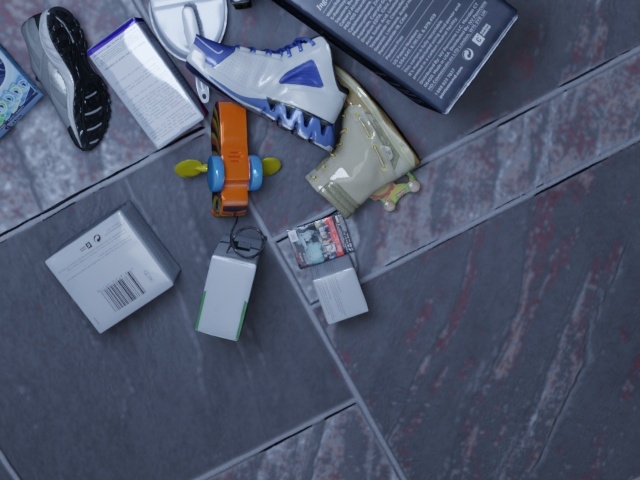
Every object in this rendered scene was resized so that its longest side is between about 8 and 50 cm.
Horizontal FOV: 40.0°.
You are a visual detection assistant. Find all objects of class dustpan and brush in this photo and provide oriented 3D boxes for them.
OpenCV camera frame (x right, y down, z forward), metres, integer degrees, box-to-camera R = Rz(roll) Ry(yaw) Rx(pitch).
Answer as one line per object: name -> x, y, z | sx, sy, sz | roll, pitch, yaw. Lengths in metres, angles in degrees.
dustpan and brush -> -0.237, -0.367, 1.661 | 0.147, 0.060, 0.211 | -11, 103, 0

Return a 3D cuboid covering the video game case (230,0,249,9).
video game case -> -0.158, -0.546, 1.528 | 0.035, 0.248, 0.274 | -8, 103, -2

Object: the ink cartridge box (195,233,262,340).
ink cartridge box -> -0.172, 0.084, 1.694 | 0.087, 0.208, 0.153 | 13, 101, -3

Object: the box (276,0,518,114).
box -> 0.100, -0.424, 1.546 | 0.395, 0.293, 0.212 | 33, 99, -10

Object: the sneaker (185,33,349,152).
sneaker -> -0.078, -0.312, 1.597 | 0.316, 0.127, 0.182 | 28, 90, -15

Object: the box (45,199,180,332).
box -> -0.402, 0.049, 1.719 | 0.181, 0.119, 0.182 | -34, 102, 5

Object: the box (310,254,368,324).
box -> 0.037, 0.096, 1.760 | 0.087, 0.101, 0.102 | -20, 105, 2

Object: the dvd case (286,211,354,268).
dvd case -> 0.000, 0.000, 1.781 | 0.119, 0.013, 0.087 | -20, 103, 1

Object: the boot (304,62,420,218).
boot -> 0.040, -0.193, 1.701 | 0.203, 0.095, 0.262 | -38, 97, 12

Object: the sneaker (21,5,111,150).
sneaker -> -0.481, -0.301, 1.659 | 0.108, 0.100, 0.271 | -2, 113, 32

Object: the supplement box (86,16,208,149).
supplement box -> -0.319, -0.295, 1.648 | 0.114, 0.111, 0.220 | -35, 102, 6

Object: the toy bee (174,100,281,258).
toy bee -> -0.186, -0.109, 1.689 | 0.195, 0.162, 0.298 | 19, 72, -15

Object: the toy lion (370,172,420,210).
toy lion -> 0.134, -0.114, 1.755 | 0.100, 0.034, 0.096 | -38, 94, 6

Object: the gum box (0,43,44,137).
gum box -> -0.637, -0.290, 1.647 | 0.157, 0.041, 0.184 | -42, 84, 7
